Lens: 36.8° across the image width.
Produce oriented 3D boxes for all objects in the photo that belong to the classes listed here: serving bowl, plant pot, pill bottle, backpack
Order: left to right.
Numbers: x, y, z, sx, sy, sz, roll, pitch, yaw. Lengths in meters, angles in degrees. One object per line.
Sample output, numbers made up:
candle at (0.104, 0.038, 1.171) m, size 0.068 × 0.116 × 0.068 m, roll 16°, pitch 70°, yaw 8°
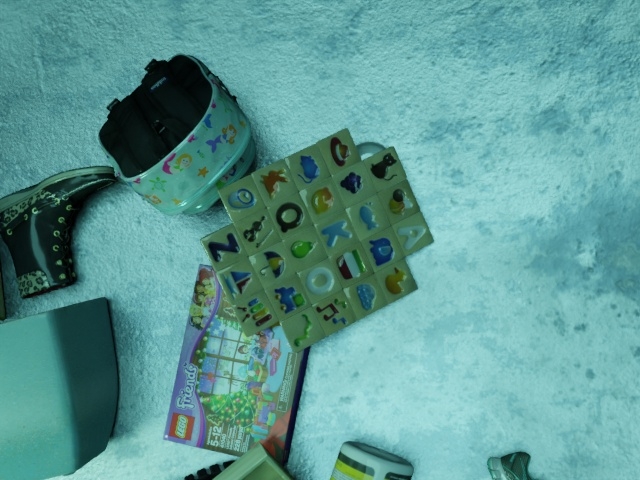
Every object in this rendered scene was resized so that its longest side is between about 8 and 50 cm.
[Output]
plant pot at (-0.458, 0.248, 1.519) m, size 0.248 × 0.247 × 0.252 m, roll -16°, pitch 89°, yaw 7°
backpack at (-0.218, -0.156, 1.516) m, size 0.225 × 0.253 × 0.191 m, roll -44°, pitch 121°, yaw 1°
pill bottle at (0.057, 0.424, 1.470) m, size 0.119 × 0.119 × 0.208 m, roll 19°, pitch 86°, yaw 11°
serving bowl at (0.081, -0.120, 1.578) m, size 0.083 × 0.027 × 0.083 m, roll -1°, pitch 83°, yaw 9°

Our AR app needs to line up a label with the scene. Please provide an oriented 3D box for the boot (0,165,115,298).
boot at (-0.433, -0.015, 1.621) m, size 0.237 × 0.085 × 0.178 m, roll -20°, pitch 83°, yaw 12°

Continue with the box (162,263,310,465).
box at (-0.125, 0.199, 1.557) m, size 0.201 × 0.057 × 0.293 m, roll 10°, pitch 85°, yaw 11°

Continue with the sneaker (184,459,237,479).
sneaker at (-0.194, 0.466, 1.531) m, size 0.282 × 0.106 × 0.162 m, roll -21°, pitch 104°, yaw -3°

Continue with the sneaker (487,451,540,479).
sneaker at (0.319, 0.398, 1.462) m, size 0.076 × 0.065 × 0.166 m, roll -25°, pitch 82°, yaw 1°

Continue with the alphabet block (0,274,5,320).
alphabet block at (-0.650, 0.044, 1.584) m, size 0.194 × 0.192 × 0.197 m, roll -9°, pitch 81°, yaw 1°

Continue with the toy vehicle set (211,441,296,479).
toy vehicle set at (-0.148, 0.446, 1.465) m, size 0.267 × 0.035 × 0.166 m, roll -38°, pitch 123°, yaw -5°

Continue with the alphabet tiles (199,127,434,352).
alphabet tiles at (0.000, 0.000, 1.508) m, size 0.343 × 0.011 × 0.285 m, roll -27°, pitch 99°, yaw -11°
